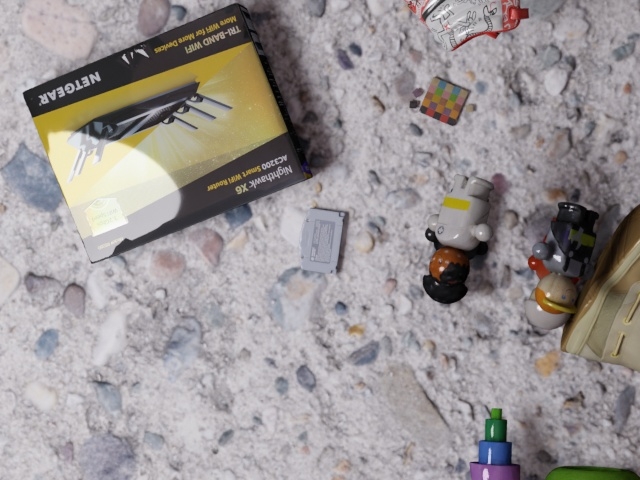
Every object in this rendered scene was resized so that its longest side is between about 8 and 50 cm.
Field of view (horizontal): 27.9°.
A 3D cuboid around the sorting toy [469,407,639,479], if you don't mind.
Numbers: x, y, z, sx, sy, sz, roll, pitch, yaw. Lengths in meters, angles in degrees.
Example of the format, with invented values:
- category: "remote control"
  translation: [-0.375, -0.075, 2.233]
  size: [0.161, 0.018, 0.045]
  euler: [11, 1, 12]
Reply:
- category: "sorting toy"
  translation: [0.374, 0.261, 1.638]
  size: [0.366, 0.127, 0.126]
  euler: [2, 85, 5]

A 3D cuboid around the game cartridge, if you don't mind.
- category: "game cartridge"
  translation: [0.000, 0.000, 1.700]
  size: [0.056, 0.017, 0.083]
  euler: [9, 96, 2]

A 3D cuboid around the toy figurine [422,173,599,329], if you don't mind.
- category: "toy figurine"
  translation: [0.229, 0.021, 1.579]
  size: [0.213, 0.209, 0.148]
  euler: [17, 86, 6]

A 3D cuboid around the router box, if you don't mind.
- category: "router box"
  translation: [-0.197, -0.137, 1.676]
  size: [0.309, 0.081, 0.243]
  euler: [-22, 93, 8]

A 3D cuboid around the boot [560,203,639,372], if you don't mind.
- category: "boot"
  translation: [0.434, 0.078, 1.581]
  size: [0.203, 0.095, 0.262]
  euler: [23, 129, 2]

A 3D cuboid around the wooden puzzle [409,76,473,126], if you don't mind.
- category: "wooden puzzle"
  translation: [0.159, -0.180, 1.672]
  size: [0.083, 0.006, 0.049]
  euler: [24, 97, 4]

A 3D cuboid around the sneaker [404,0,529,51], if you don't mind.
- category: "sneaker"
  translation: [0.226, -0.333, 1.505]
  size: [0.270, 0.090, 0.145]
  euler: [-32, 91, 14]
